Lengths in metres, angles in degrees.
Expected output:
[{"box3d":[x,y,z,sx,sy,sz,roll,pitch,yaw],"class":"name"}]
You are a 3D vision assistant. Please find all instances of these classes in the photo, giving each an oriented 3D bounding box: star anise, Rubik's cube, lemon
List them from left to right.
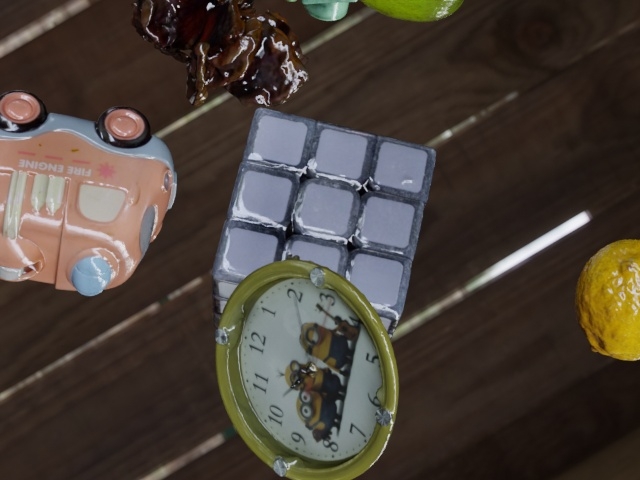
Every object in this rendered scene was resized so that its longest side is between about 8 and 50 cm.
[{"box3d":[-0.113,-0.204,1.340,0.220,0.126,0.190,11,34,-52],"class":"star anise"},{"box3d":[0.000,0.000,2.121,0.301,0.303,0.305,101,1,-69],"class":"Rubik's cube"},{"box3d":[0.387,0.080,1.628,0.187,0.142,0.142,87,-24,-51],"class":"lemon"}]

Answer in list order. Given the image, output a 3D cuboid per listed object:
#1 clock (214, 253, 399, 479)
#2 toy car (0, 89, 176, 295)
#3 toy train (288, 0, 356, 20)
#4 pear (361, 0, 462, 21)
[{"box3d":[-0.007,0.132,1.335,0.057,0.237,0.237,-15,70,-52],"class":"clock"},{"box3d":[-0.313,-0.038,1.575,0.180,0.270,0.212,113,-18,-53],"class":"toy car"},{"box3d":[0.010,-0.382,1.441,0.272,0.159,0.188,101,-22,-44],"class":"toy train"},{"box3d":[0.116,-0.451,1.760,0.238,0.342,0.318,20,-43,58],"class":"pear"}]
